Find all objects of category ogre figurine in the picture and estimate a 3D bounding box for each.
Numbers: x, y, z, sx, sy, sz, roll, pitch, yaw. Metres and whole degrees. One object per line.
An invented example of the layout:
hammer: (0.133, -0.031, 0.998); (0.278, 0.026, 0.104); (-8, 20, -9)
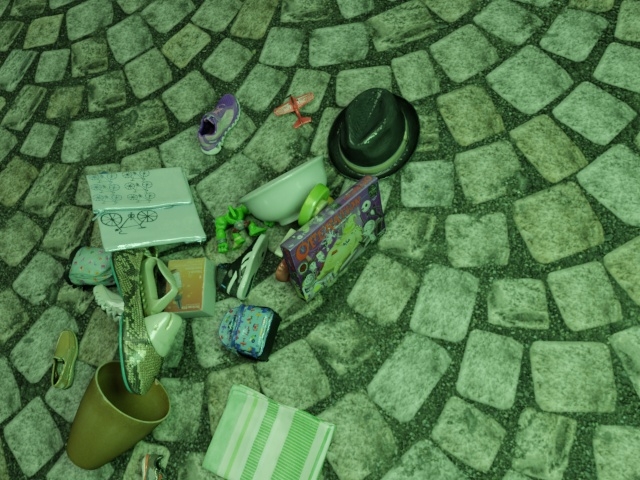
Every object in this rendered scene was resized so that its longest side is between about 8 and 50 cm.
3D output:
ogre figurine: (-0.254, -0.051, 1.676); (0.197, 0.097, 0.118); (-34, 77, 12)

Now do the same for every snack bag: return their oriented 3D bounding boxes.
snack bag: (-0.563, -0.107, 1.689); (0.323, 0.037, 0.343); (-8, 52, -25)

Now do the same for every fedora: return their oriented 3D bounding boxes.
fedora: (0.157, -0.359, 1.658); (0.334, 0.152, 0.334); (-5, 68, 12)

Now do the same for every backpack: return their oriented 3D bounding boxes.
backpack: (-0.221, 0.260, 1.538); (0.173, 0.117, 0.158); (12, 72, 21)
backpack: (-0.741, 0.089, 1.731); (0.182, 0.115, 0.152); (5, 68, 13)

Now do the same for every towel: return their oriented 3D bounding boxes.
towel: (-0.144, 0.564, 1.445); (0.324, 0.038, 0.248); (15, 75, 19)

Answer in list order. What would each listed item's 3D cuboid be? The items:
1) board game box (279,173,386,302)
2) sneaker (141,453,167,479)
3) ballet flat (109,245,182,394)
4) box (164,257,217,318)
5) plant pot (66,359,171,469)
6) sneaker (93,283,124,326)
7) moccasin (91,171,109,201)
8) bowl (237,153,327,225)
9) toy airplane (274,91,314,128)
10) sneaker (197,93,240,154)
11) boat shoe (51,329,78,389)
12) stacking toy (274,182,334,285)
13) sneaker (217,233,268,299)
board game box: (0.047, -0.008, 1.464); (0.347, 0.208, 0.056); (-41, 43, -25)
sneaker: (-0.463, 0.678, 1.470); (0.064, 0.061, 0.158); (-11, 68, 3)
ballet flat: (-0.498, 0.193, 1.525); (0.182, 0.164, 0.483); (-21, 56, 1)
box: (-0.402, 0.150, 1.637); (0.130, 0.091, 0.171); (-6, 68, 11)
plant pot: (-0.597, 0.517, 1.493); (0.237, 0.237, 0.254); (42, 100, 24)
sneaker: (-0.597, 0.226, 1.658); (0.292, 0.110, 0.118); (38, 73, 17)
moccasin: (-0.670, -0.081, 1.783); (0.137, 0.117, 0.342); (-36, 69, 11)
bowl: (-0.091, -0.136, 1.600); (0.297, 0.298, 0.134); (-29, 99, 2)
toy airplane: (-0.080, -0.451, 1.819); (0.151, 0.028, 0.151); (-5, 69, 13)
sneaker: (-0.361, -0.421, 1.837); (0.095, 0.104, 0.236); (17, 74, 21)
boat shoe: (-0.817, 0.372, 1.665); (0.068, 0.072, 0.190); (-13, 67, 9)
stacking toy: (0.000, 0.000, 1.503); (0.130, 0.279, 0.309); (28, 77, 10)
sneaker: (-0.254, 0.066, 1.637); (0.121, 0.079, 0.217); (17, 76, 18)
